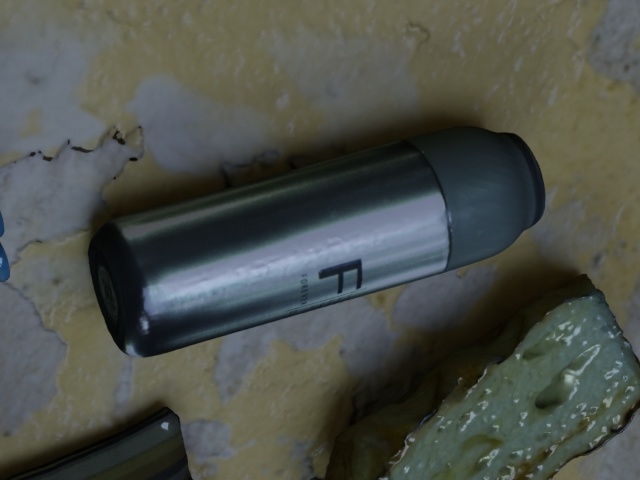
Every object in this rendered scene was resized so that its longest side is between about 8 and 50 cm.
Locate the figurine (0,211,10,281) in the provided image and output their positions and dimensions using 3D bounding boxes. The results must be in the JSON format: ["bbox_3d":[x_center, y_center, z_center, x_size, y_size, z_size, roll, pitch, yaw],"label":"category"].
[{"bbox_3d":[-0.278,0.039,0.896,0.260,0.102,0.205,-21,159,-19],"label":"figurine"}]

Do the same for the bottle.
[{"bbox_3d":[0.000,0.000,1.023,0.254,0.079,0.096,-17,159,-19],"label":"bottle"}]

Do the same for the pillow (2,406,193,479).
[{"bbox_3d":[-0.152,0.225,1.058,0.208,0.052,0.212,-20,111,-19],"label":"pillow"}]

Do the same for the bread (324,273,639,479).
[{"bbox_3d":[0.096,0.112,1.126,0.232,0.088,0.128,-38,135,-14],"label":"bread"}]
